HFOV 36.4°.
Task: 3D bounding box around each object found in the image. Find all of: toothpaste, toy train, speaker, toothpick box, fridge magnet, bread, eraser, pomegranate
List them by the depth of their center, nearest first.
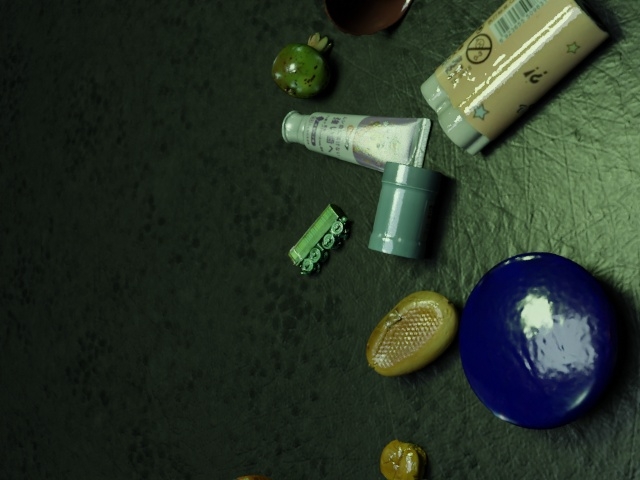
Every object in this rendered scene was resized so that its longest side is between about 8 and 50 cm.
[{"bbox_3d":[0.325,0.150,1.464,0.266,0.113,0.265,-8,78,41],"label":"fridge magnet"},{"bbox_3d":[0.302,-0.294,1.573,0.290,0.087,0.171,-43,54,29],"label":"eraser"},{"bbox_3d":[0.158,0.157,1.644,0.189,0.077,0.114,-43,77,29],"label":"bread"},{"bbox_3d":[0.141,0.378,1.646,0.081,0.046,0.083,-55,53,25],"label":"bread"},{"bbox_3d":[0.145,-0.051,1.670,0.101,0.101,0.153,16,96,43],"label":"toothpick box"},{"bbox_3d":[0.063,-0.187,1.795,0.299,0.073,0.113,14,94,35],"label":"toothpaste"},{"bbox_3d":[0.036,-0.566,1.802,0.329,0.198,0.259,54,132,43],"label":"speaker"},{"bbox_3d":[0.000,0.000,1.838,0.148,0.038,0.071,-49,55,25],"label":"toy train"},{"bbox_3d":[-0.029,-0.340,1.876,0.115,0.114,0.142,6,59,43],"label":"pomegranate"}]

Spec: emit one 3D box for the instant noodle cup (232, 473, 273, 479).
[{"bbox_3d":[-0.114,0.545,1.750,0.230,0.230,0.182,-60,41,18],"label":"instant noodle cup"}]
